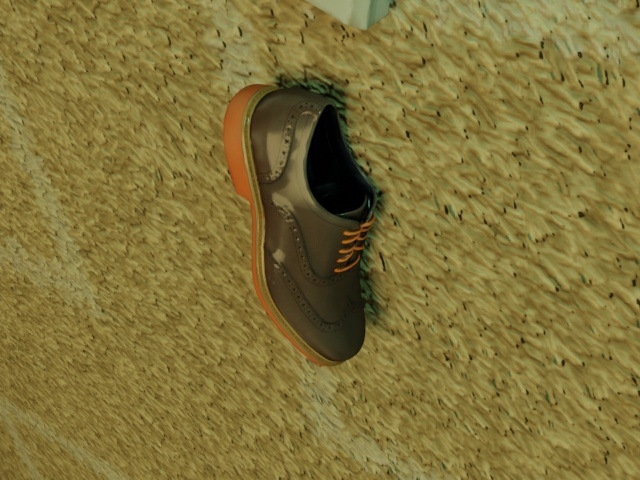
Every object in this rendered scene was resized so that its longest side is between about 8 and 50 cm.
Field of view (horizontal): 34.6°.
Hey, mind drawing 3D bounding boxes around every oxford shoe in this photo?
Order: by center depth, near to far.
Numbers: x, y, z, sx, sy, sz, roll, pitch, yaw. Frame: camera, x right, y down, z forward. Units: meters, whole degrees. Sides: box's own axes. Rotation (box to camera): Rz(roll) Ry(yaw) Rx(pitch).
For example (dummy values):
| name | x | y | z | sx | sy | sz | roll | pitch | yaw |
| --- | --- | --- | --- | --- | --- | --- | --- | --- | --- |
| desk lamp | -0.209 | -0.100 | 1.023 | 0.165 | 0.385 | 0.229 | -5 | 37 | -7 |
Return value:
| name | x | y | z | sx | sy | sz | roll | pitch | yaw |
| --- | --- | --- | --- | --- | --- | --- | --- | --- | --- |
| oxford shoe | 0.000 | 0.000 | 0.867 | 0.098 | 0.097 | 0.271 | 8 | 129 | 39 |

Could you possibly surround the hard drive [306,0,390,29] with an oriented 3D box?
| name | x | y | z | sx | sy | sz | roll | pitch | yaw |
| --- | --- | --- | --- | --- | --- | --- | --- | --- | --- |
| hard drive | -0.023 | -0.306 | 0.639 | 0.203 | 0.040 | 0.308 | 35 | 145 | 22 |
